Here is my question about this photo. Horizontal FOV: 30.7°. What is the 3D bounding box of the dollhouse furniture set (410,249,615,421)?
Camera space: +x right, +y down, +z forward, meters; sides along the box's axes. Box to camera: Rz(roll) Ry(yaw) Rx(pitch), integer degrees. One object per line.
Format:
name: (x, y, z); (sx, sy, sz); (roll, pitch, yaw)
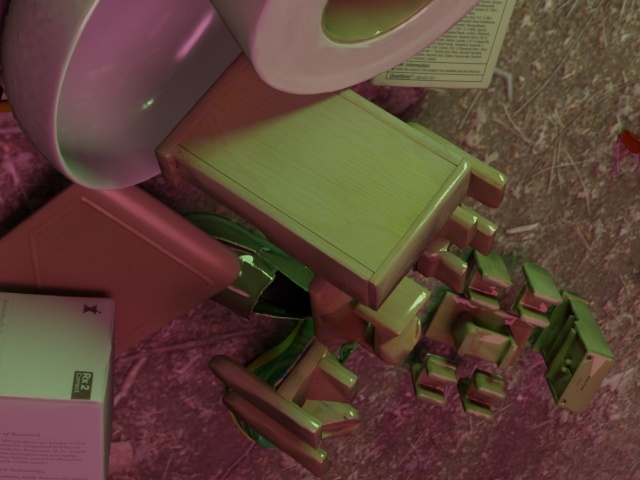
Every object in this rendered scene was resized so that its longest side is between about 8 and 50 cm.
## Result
dollhouse furniture set: (0.269, 0.129, 1.652); (0.242, 0.161, 0.212); (19, 114, -12)

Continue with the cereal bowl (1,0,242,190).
cereal bowl: (-0.169, -0.220, 1.096); (0.339, 0.141, 0.339); (-44, 162, -18)

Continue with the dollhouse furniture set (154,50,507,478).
dollhouse furniture set: (0.000, 0.000, 1.267); (0.362, 0.256, 0.394); (-51, 163, -18)

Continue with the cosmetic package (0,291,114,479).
cosmetic package: (-0.309, 0.173, 1.299); (0.151, 0.151, 0.184); (3, 133, -7)

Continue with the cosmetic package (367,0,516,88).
cosmetic package: (0.133, -0.323, 1.241); (0.160, 0.113, 0.309); (-1, 123, -27)

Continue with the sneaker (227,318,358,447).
sneaker: (0.004, 0.153, 1.508); (0.109, 0.123, 0.295); (30, 105, -39)

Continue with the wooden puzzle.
wooden puzzle: (-0.244, 0.030, 1.301); (0.238, 0.044, 0.221); (-35, 128, 26)

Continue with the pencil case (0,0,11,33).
pencil case: (-0.375, -0.166, 1.089); (0.124, 0.124, 0.284); (12, 116, -33)

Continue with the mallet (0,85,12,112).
mallet: (-0.304, -0.123, 1.129); (0.039, 0.189, 0.062); (30, 97, 5)

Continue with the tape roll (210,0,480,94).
tape roll: (0.041, -0.255, 1.016); (0.286, 0.100, 0.286); (-29, 160, -11)

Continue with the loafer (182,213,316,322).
loafer: (-0.095, 0.039, 1.398); (0.251, 0.087, 0.094); (14, 116, -34)

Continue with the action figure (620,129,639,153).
action figure: (0.550, -0.089, 1.616); (0.280, 0.139, 0.091); (21, 113, -39)
